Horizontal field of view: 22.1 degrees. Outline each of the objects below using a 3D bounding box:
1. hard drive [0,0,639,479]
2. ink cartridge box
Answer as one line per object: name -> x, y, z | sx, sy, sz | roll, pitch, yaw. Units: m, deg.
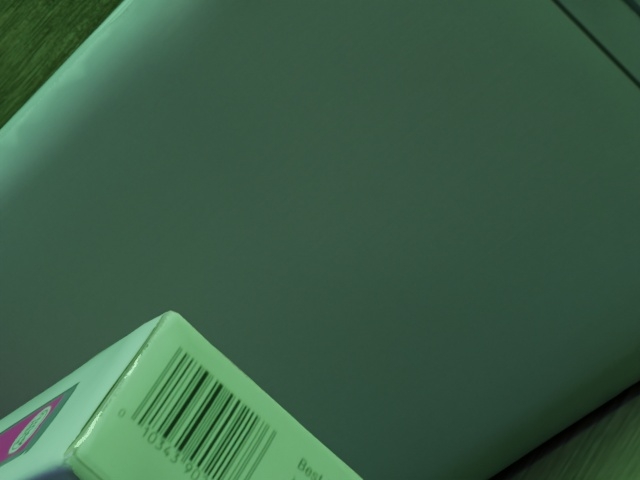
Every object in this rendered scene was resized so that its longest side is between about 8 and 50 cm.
hard drive -> 0.000, 0.000, 0.629 | 0.353, 0.233, 0.047 | -40, 15, 32
ink cartridge box -> -0.088, 0.155, 0.580 | 0.371, 0.176, 0.069 | -33, 19, 49
